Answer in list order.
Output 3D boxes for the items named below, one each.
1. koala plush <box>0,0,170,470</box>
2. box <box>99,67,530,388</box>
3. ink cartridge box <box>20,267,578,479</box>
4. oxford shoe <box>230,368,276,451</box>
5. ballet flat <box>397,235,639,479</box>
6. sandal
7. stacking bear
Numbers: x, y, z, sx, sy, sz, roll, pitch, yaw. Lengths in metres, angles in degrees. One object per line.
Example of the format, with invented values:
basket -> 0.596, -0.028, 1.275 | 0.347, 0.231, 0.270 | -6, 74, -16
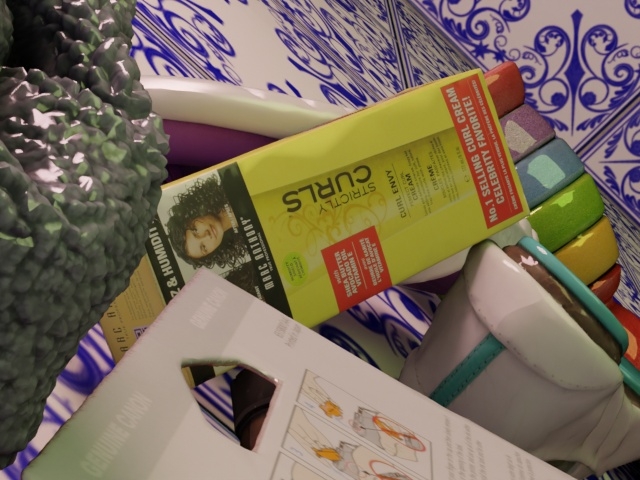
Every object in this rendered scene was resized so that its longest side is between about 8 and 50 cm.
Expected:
koala plush -> -0.159, -0.053, 0.314 | 0.221, 0.196, 0.203 | 49, 11, -45
box -> -0.002, -0.009, 0.668 | 0.232, 0.058, 0.087 | -23, 97, -41
ink cartridge box -> 0.035, 0.112, 0.441 | 0.239, 0.060, 0.275 | 28, 9, -1
oxford shoe -> 0.039, 0.139, 0.656 | 0.227, 0.082, 0.096 | 32, 40, -42
ballet flat -> 0.126, 0.095, 0.865 | 0.139, 0.139, 0.400 | 51, 6, 20
sandal -> 0.012, -0.001, 0.849 | 0.416, 0.169, 0.102 | 19, 71, -48
stacking bear -> 0.161, 0.021, 1.116 | 0.289, 0.175, 0.164 | 58, -28, 0
